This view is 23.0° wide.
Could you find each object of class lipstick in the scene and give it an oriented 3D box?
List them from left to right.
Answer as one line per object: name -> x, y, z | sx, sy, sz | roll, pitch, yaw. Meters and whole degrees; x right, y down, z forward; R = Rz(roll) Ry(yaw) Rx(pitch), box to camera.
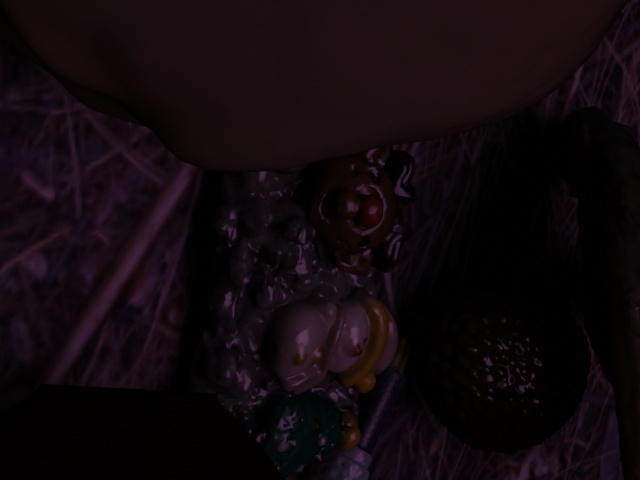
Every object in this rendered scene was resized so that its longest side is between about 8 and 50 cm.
lipstick -> 0.030, 0.113, 1.000 | 0.116, 0.037, 0.037 | -62, 142, -18

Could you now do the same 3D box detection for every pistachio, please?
pistachio -> 0.037, -0.214, 0.676 | 0.445, 0.281, 0.365 | -37, 131, -19

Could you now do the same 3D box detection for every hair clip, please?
hair clip -> 0.001, 0.001, 0.865 | 0.138, 0.091, 0.321 | -10, 112, -46

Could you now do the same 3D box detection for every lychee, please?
lychee -> 0.119, 0.082, 1.028 | 0.146, 0.114, 0.114 | 29, 83, -51

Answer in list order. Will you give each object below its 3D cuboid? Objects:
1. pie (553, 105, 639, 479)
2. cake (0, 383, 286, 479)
pie -> 0.210, 0.059, 1.044 | 0.302, 0.066, 0.303 | -10, 90, -84
cake -> -0.103, 0.182, 0.761 | 0.208, 0.185, 0.178 | -57, 177, -20
